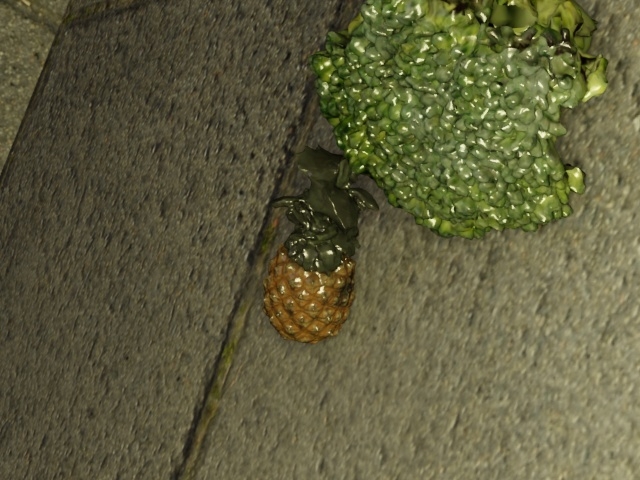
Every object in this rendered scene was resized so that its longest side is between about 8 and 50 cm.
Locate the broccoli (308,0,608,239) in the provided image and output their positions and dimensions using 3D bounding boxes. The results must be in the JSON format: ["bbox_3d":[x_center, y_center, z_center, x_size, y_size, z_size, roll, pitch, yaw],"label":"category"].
[{"bbox_3d":[0.133,-0.167,1.676,0.272,0.324,0.334,-66,-3,-45],"label":"broccoli"}]

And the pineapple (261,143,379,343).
[{"bbox_3d":[0.000,0.000,1.848,0.111,0.119,0.237,-58,-17,-47],"label":"pineapple"}]
